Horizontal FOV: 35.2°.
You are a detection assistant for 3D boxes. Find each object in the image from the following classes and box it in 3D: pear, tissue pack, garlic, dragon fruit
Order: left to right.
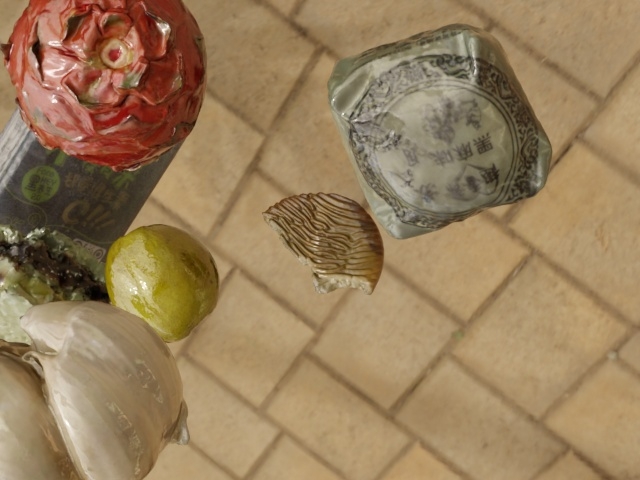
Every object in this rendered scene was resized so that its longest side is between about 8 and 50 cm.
[{"bbox_3d":[-0.269,0.169,0.856,0.281,0.185,0.203,-37,88,26],"label":"garlic"},{"bbox_3d":[-0.438,-0.115,1.792,0.124,0.288,0.394,37,96,40],"label":"tissue pack"},{"bbox_3d":[-0.239,-0.197,1.152,0.241,0.241,0.252,18,158,17],"label":"dragon fruit"},{"bbox_3d":[-0.214,0.054,1.372,0.149,0.149,0.162,-33,94,34],"label":"pear"}]

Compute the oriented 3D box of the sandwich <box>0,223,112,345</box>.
[{"bbox_3d":[-0.451,0.094,1.479,0.326,0.131,0.262,2,140,16],"label":"sandwich"}]

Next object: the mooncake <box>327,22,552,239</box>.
[{"bbox_3d":[0.150,-0.142,1.299,0.255,0.136,0.250,-20,113,19],"label":"mooncake"}]

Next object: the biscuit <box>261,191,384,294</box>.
[{"bbox_3d":[0.000,-0.001,1.627,0.229,0.176,0.031,12,152,19],"label":"biscuit"}]
